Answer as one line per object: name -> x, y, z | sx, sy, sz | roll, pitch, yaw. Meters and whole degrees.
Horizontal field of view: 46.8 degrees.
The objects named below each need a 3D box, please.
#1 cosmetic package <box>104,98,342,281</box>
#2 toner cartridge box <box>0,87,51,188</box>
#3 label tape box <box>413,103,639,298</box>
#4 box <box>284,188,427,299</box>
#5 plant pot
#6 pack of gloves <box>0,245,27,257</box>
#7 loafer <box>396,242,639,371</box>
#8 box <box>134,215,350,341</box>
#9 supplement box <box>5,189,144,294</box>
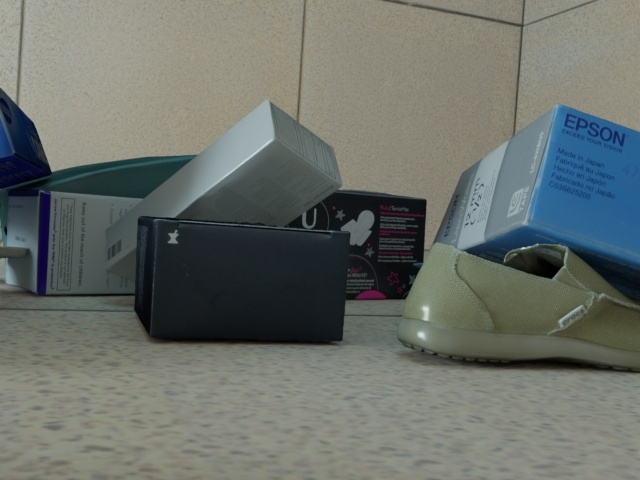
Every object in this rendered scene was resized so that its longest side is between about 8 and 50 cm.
cosmetic package -> -0.102, -0.032, 0.739 | 0.239, 0.060, 0.099 | -33, -44, 25
toner cartridge box -> -0.380, -0.086, 0.752 | 0.165, 0.075, 0.348 | -20, 7, -14
label tape box -> 0.264, -0.002, 0.754 | 0.249, 0.115, 0.348 | 17, -8, -5
box -> 0.000, 0.000, 0.998 | 0.247, 0.142, 0.163 | 3, 2, -37
plant pot -> -0.293, -0.026, 0.993 | 0.234, 0.165, 0.166 | -9, 10, -41
pack of gloves -> -0.454, 0.035, 0.757 | 0.232, 0.046, 0.195 | 4, -12, -44
loafer -> 0.192, 0.049, 0.584 | 0.269, 0.092, 0.102 | 3, 2, -21
box -> -0.075, 0.029, 0.636 | 0.156, 0.093, 0.158 | 4, 1, -18
supplement box -> -0.238, 0.003, 0.866 | 0.220, 0.113, 0.111 | 1, 2, -38
